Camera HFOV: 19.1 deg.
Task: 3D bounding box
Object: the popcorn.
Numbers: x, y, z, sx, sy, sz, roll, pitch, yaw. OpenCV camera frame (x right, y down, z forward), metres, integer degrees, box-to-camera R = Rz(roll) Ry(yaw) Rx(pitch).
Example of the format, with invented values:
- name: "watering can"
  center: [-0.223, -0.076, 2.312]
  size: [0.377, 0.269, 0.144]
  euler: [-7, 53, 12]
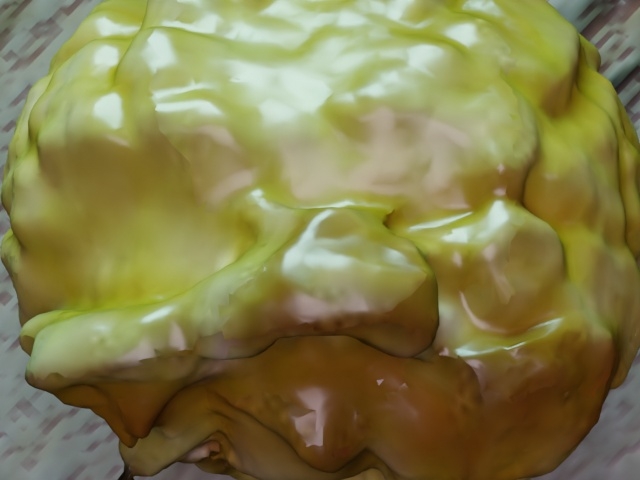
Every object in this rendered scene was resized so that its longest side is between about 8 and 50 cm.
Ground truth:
- name: "popcorn"
  center: [0.000, 0.000, 0.498]
  size: [0.180, 0.180, 0.170]
  euler: [15, 81, 4]
